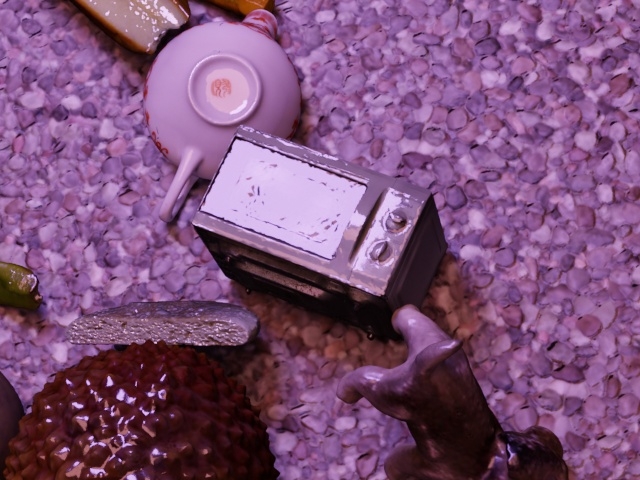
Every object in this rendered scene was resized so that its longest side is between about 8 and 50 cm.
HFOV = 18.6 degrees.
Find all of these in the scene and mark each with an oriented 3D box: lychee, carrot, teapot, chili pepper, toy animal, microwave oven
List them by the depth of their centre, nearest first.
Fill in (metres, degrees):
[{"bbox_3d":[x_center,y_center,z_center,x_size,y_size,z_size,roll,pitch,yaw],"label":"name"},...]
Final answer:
[{"bbox_3d":[-0.164,0.214,1.760,0.267,0.267,0.267,-4,67,9],"label":"lychee"},{"bbox_3d":[0.128,0.167,1.777,0.121,0.233,0.168,-46,27,-21],"label":"toy animal"},{"bbox_3d":[0.000,0.000,1.865,0.205,0.163,0.129,20,72,18],"label":"microwave oven"},{"bbox_3d":[-0.105,-0.131,1.973,0.159,0.116,0.245,34,85,-11],"label":"teapot"},{"bbox_3d":[-0.373,0.047,1.978,0.201,0.050,0.052,-5,106,12],"label":"chili pepper"},{"bbox_3d":[-0.126,-0.277,2.072,0.170,0.042,0.042,25,74,21],"label":"carrot"}]

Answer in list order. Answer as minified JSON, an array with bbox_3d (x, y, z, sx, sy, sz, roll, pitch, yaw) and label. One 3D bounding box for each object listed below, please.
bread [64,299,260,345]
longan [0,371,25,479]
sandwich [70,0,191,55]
[{"bbox_3d":[-0.138,0.074,1.891,0.193,0.112,0.036,0,99,21],"label":"bread"},{"bbox_3d":[-0.366,0.181,1.859,0.187,0.167,0.167,30,76,18],"label":"longan"},{"bbox_3d":[-0.219,-0.271,2.048,0.244,0.088,0.090,42,96,25],"label":"sandwich"}]
